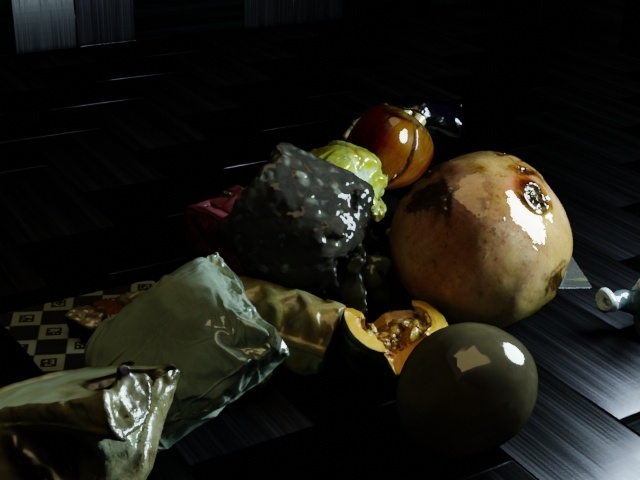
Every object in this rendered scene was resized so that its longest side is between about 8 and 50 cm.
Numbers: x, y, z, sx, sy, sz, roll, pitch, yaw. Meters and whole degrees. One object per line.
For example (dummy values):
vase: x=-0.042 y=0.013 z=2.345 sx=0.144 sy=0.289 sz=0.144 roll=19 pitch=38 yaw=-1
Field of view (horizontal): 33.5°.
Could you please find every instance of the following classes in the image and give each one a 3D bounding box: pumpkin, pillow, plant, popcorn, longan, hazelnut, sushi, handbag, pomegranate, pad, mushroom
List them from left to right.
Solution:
mushroom: x=-0.294 y=0.251 z=1.327 sx=0.292 sy=0.212 sz=0.217 roll=-24 pitch=-6 yaw=25
sushi: x=-0.360 y=0.123 z=1.767 sx=0.290 sy=0.050 sz=0.264 roll=-15 pitch=29 yaw=-31
pillow: x=-0.211 y=0.161 z=1.525 sx=0.283 sy=0.138 sz=0.310 roll=-38 pitch=34 yaw=-2
handbag: x=-0.140 y=-0.002 z=1.943 sx=0.135 sy=0.146 sz=0.225 roll=-25 pitch=35 yaw=-34
plant: x=0.000 y=0.000 z=1.752 sx=0.312 sy=0.213 sz=0.215 roll=37 pitch=46 yaw=0
popcorn: x=0.024 y=-0.104 z=2.138 sx=0.221 sy=0.183 sz=0.204 roll=-19 pitch=1 yaw=-32
hazelnut: x=0.142 y=-0.193 z=2.362 sx=0.208 sy=0.208 sz=0.208 roll=1 pitch=25 yaw=-1
pumpkin: x=0.103 y=0.161 z=1.644 sx=0.183 sy=0.107 sz=0.119 roll=0 pitch=40 yaw=-29
longan: x=0.201 y=0.204 z=1.468 sx=0.212 sy=0.198 sz=0.198 roll=-15 pitch=29 yaw=-29
pomegranate: x=0.272 y=0.000 z=1.791 sx=0.322 sy=0.322 sz=0.322 roll=1 pitch=25 yaw=-1
pad: x=0.424 y=0.044 z=2.045 sx=0.143 sy=0.003 sz=0.211 roll=0 pitch=24 yaw=-5

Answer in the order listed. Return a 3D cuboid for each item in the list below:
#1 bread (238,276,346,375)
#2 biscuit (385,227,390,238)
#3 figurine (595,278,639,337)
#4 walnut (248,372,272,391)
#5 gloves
bread: x=-0.080 y=0.131 z=1.669 sx=0.232 sy=0.128 sz=0.088 roll=14 pitch=-2 yaw=26
biscuit: x=0.277 y=-0.019 z=2.146 sx=0.292 sy=0.026 sz=0.048 roll=-2 pitch=21 yaw=-9
figurine: x=0.608 y=0.103 z=1.777 sx=0.265 sy=0.140 sz=0.193 roll=-17 pitch=5 yaw=-10
walnut: x=-0.115 y=0.189 z=1.608 sx=0.096 sy=0.082 sz=0.079 roll=-3 pitch=56 yaw=-10
gloves: x=0.194 y=-0.274 z=2.584 sx=0.301 sy=0.152 sz=0.197 roll=-24 pitch=5 yaw=-19
